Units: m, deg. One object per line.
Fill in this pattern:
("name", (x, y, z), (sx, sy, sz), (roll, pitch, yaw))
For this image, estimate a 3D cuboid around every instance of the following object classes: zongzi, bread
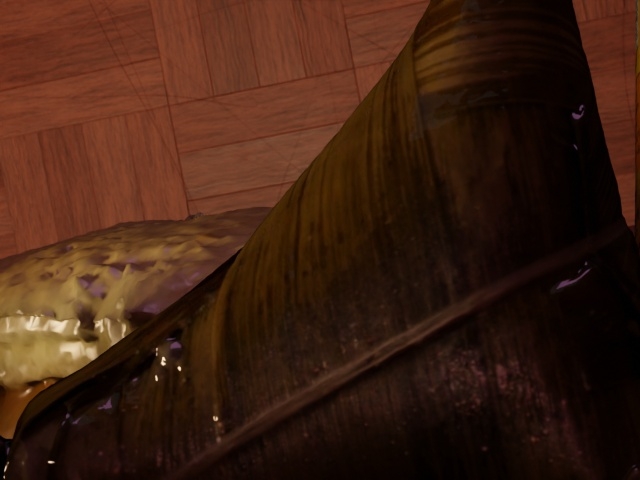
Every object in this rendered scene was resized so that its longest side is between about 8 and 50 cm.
("zongzi", (0.000, 0.000, 0.718), (0.286, 0.288, 0.134), (-10, -3, 11))
("bread", (-0.081, 0.068, 1.010), (0.237, 0.165, 0.375), (-18, 7, -42))

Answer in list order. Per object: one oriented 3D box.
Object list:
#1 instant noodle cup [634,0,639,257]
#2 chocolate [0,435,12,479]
("instant noodle cup", (0.342, -0.087, 1.102), (0.326, 0.254, 0.325), (-5, -7, -1))
("chocolate", (-0.234, 0.098, 0.812), (0.224, 0.177, 0.206), (-12, 2, 1))
